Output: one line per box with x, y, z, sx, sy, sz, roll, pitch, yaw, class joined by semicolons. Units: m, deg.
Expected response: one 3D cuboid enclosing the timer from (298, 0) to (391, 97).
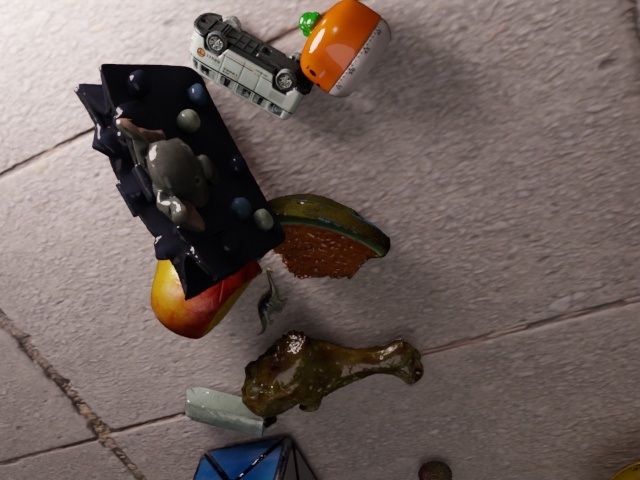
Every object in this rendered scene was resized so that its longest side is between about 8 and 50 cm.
0.023;-0.282;0.810;0.136;0.099;0.136;-2;108;-7;timer

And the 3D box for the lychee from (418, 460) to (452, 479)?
0.259;0.539;1.293;0.083;0.068;0.067;-34;142;7;lychee

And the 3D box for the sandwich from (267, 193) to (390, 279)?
0.007;-0.009;1.000;0.234;0.079;0.159;1;131;13;sandwich

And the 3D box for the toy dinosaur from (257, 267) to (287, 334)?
-0.097;0.135;1.124;0.058;0.037;0.180;27;117;20;toy dinosaur

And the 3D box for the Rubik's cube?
-0.153;0.650;1.317;0.259;0.260;0.255;-16;117;21;Rubik's cube

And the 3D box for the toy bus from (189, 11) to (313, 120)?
-0.106;-0.261;0.855;0.193;0.087;0.089;27;131;-9;toy bus

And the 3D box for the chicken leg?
0.003;0.243;1.121;0.360;0.140;0.212;-23;136;10;chicken leg

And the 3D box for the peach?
-0.204;0.085;1.025;0.192;0.190;0.190;4;122;7;peach

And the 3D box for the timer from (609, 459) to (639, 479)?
0.736;0.604;1.125;0.376;0.376;0.386;-33;154;25;timer

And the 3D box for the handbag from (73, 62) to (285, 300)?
-0.192;-0.097;0.819;0.118;0.269;0.326;-28;94;24;handbag

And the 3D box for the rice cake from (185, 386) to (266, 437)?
-0.207;0.386;1.277;0.206;0.063;0.069;16;124;0;rice cake
